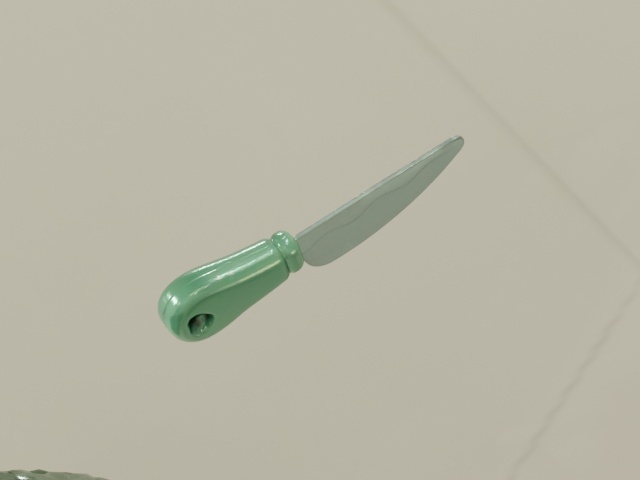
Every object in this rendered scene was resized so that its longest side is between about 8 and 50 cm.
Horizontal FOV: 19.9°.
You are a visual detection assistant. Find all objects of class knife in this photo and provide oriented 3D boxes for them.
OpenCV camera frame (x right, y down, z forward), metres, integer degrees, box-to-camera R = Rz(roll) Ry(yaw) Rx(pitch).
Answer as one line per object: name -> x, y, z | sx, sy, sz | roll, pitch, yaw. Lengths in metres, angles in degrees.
knife -> 0.000, 0.001, 1.328 | 0.260, 0.034, 0.063 | -28, -39, -15

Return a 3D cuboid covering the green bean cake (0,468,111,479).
green bean cake -> -0.256, 0.261, 1.221 | 0.308, 0.300, 0.169 | -134, 47, -75
